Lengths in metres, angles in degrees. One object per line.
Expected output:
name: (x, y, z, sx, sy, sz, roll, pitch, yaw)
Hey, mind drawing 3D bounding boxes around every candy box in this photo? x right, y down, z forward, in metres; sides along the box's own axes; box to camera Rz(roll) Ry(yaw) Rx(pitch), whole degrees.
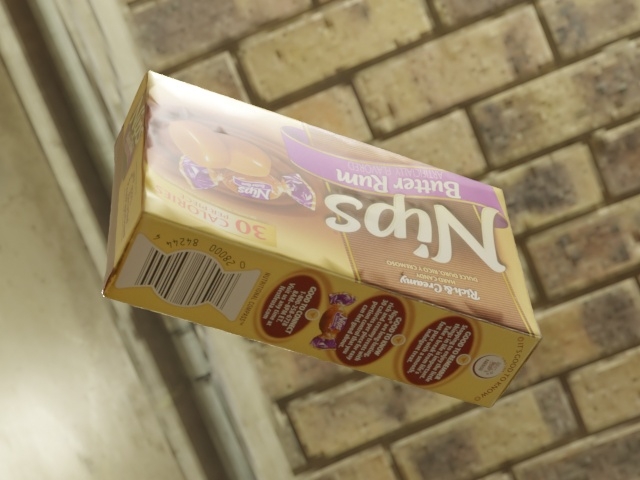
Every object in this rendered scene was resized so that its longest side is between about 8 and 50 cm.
candy box: (0.000, 0.000, 0.631, 0.109, 0.187, 0.053, -95, 28, -51)
